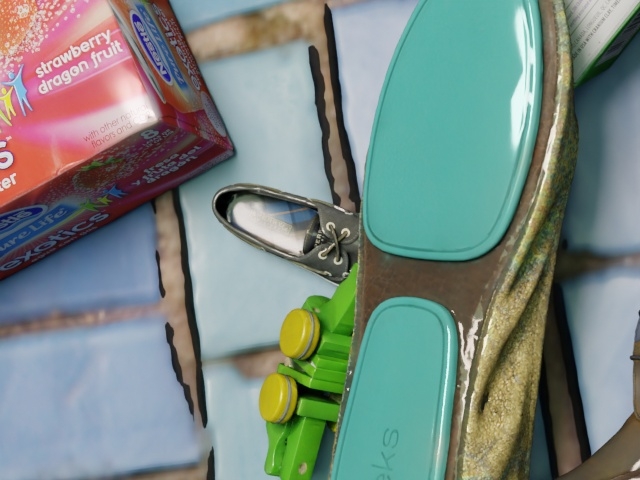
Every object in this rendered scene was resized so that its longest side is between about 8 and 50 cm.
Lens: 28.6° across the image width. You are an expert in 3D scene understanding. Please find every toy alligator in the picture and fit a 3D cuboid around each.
[{"bbox_3d":[-0.012,0.098,0.734,0.051,0.056,0.190,32,106,61],"label":"toy alligator"}]

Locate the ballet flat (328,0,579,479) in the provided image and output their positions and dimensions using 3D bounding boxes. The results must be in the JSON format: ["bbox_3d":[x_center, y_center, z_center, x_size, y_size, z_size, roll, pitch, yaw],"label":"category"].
[{"bbox_3d":[0.080,0.022,0.676,0.123,0.123,0.349,10,89,17],"label":"ballet flat"}]

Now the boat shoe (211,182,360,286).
[{"bbox_3d":[0.000,0.000,0.739,0.142,0.040,0.049,18,91,17],"label":"boat shoe"}]

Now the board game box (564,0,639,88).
[{"bbox_3d":[0.096,-0.275,0.659,0.316,0.064,0.242,44,124,11],"label":"board game box"}]

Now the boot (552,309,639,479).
[{"bbox_3d":[0.191,0.086,0.673,0.219,0.082,0.106,-30,52,22],"label":"boot"}]

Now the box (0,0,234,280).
[{"bbox_3d":[-0.202,-0.058,0.762,0.257,0.122,0.128,-27,78,13],"label":"box"}]
